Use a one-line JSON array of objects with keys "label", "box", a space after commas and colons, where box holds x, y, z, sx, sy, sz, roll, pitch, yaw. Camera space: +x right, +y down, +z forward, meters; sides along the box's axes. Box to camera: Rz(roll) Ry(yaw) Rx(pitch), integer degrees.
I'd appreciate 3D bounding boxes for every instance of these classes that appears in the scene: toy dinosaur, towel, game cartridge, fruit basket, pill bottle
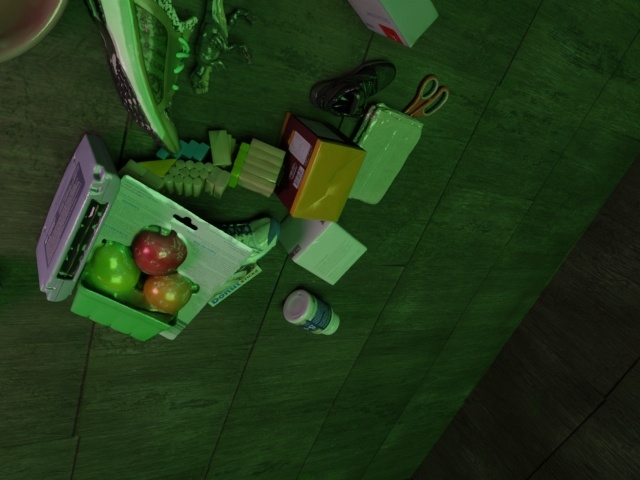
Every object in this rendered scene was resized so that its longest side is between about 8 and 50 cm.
[{"label": "toy dinosaur", "box": [-0.193, -0.417, 0.910, 0.118, 0.064, 0.268, 2, 119, -24]}, {"label": "towel", "box": [0.151, -0.232, 1.261, 0.187, 0.049, 0.282, 10, 123, -36]}, {"label": "game cartridge", "box": [-0.491, -0.053, 0.909, 0.062, 0.198, 0.297, 19, 112, -39]}, {"label": "fruit basket", "box": [-0.389, 0.055, 1.046, 0.327, 0.165, 0.353, 33, 108, -28]}, {"label": "pill bottle", "box": [-0.023, 0.243, 1.484, 0.112, 0.112, 0.186, -47, 133, 8]}]

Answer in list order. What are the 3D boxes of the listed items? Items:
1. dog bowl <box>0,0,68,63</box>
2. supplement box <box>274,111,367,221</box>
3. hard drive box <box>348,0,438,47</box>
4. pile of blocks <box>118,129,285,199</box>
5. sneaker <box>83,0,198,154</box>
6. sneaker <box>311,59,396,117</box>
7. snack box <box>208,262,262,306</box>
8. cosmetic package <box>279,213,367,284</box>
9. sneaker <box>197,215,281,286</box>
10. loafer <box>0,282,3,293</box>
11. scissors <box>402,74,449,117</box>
[{"label": "dog bowl", "box": [-0.507, -0.403, 0.563, 0.408, 0.150, 0.408, -40, 151, -28]}, {"label": "supplement box", "box": [-0.021, -0.178, 1.102, 0.129, 0.194, 0.191, 5, 121, -34]}, {"label": "hard drive box", "box": [0.111, -0.529, 0.923, 0.089, 0.181, 0.232, -47, 133, 9]}, {"label": "pile of blocks", "box": [-0.266, -0.163, 1.048, 0.362, 0.149, 0.112, -4, 169, -18]}, {"label": "sneaker", "box": [-0.296, -0.354, 0.841, 0.182, 0.158, 0.410, -27, 135, -24]}, {"label": "sneaker", "box": [0.104, -0.358, 1.088, 0.227, 0.130, 0.087, -24, 135, -16]}, {"label": "snack box", "box": [-0.258, 0.117, 1.306, 0.178, 0.022, 0.064, -36, 136, -2]}, {"label": "cosmetic package", "box": [0.000, 0.000, 1.283, 0.151, 0.151, 0.183, -46, 134, 7]}, {"label": "sneaker", "box": [-0.243, 0.007, 1.169, 0.296, 0.112, 0.131, -30, 134, -9]}, {"label": "loafer", "box": [-0.817, 0.146, 0.959, 0.302, 0.095, 0.109, -34, 165, 2]}, {"label": "scissors", "box": [0.234, -0.334, 1.259, 0.297, 0.021, 0.109, -44, 134, 5]}]
